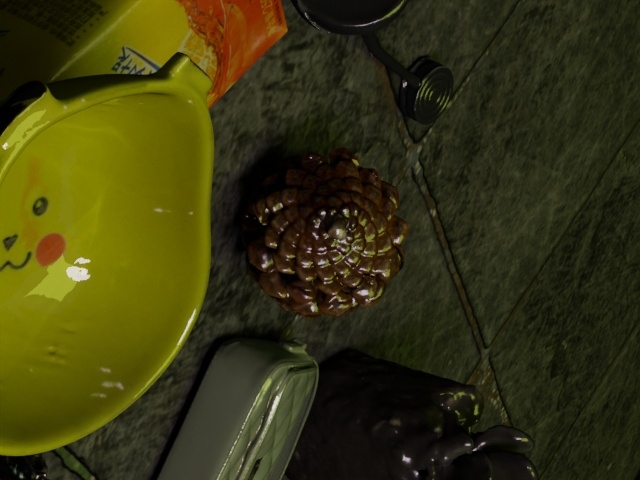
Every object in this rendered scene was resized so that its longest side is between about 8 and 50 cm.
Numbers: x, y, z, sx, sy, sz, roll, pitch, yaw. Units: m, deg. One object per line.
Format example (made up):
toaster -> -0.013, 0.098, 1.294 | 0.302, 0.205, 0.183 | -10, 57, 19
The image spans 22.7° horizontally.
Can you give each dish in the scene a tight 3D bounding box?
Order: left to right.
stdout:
dish -> -0.175, -0.004, 0.998 | 0.221, 0.108, 0.262 | -23, 132, -48

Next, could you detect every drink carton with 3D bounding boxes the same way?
drink carton -> -0.180, -0.113, 1.130 | 0.351, 0.111, 0.154 | -48, 147, -26

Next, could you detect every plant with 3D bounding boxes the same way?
plant -> 0.104, 0.243, 1.740 | 0.188, 0.276, 0.199 | -17, 126, -48

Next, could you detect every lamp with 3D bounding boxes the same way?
lamp -> 0.079, -0.176, 1.515 | 0.130, 0.108, 0.371 | -59, 152, -11

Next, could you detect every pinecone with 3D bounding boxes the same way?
pinecone -> 0.000, 0.000, 1.493 | 0.173, 0.173, 0.174 | -40, 144, -38

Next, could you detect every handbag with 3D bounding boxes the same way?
handbag -> -0.075, 0.219, 1.625 | 0.256, 0.079, 0.219 | -65, 156, 6

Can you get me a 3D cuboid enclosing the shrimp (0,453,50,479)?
shrimp -> -0.236, 0.125, 1.285 | 0.233, 0.071, 0.365 | -55, 146, -27
